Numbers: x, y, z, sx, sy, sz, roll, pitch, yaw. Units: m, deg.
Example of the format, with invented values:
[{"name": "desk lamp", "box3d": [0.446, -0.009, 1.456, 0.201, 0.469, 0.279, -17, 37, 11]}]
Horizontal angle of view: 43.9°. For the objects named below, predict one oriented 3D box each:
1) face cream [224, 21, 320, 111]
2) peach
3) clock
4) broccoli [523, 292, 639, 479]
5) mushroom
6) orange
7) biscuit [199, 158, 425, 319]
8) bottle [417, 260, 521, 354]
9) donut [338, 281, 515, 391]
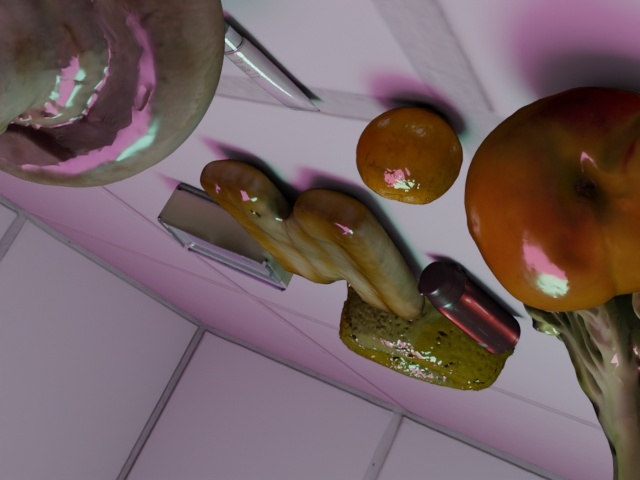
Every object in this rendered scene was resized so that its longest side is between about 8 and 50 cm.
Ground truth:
[{"name": "face cream", "box3d": [-0.046, -0.139, 0.656, 0.038, 0.020, 0.115, 12, 162, 46]}, {"name": "peach", "box3d": [0.154, -0.026, 0.468, 0.138, 0.138, 0.138, 25, 166, 7]}, {"name": "clock", "box3d": [-0.136, -0.002, 1.220, 0.192, 0.071, 0.147, 22, 165, 18]}, {"name": "broccoli", "box3d": [0.266, 0.112, 0.525, 0.248, 0.245, 0.288, 42, 157, -19]}, {"name": "mushroom", "box3d": [-0.174, -0.138, 0.505, 0.227, 0.226, 0.178, 26, -152, 6]}, {"name": "orange", "box3d": [0.067, -0.065, 0.608, 0.083, 0.070, 0.083, 15, 172, 2]}, {"name": "biscuit", "box3d": [0.000, 0.000, 0.991, 0.237, 0.062, 0.290, 19, 164, 32]}, {"name": "bottle", "box3d": [0.181, 0.080, 0.967, 0.164, 0.060, 0.060, 37, 163, -36]}, {"name": "donut", "box3d": [0.148, 0.149, 1.180, 0.272, 0.107, 0.272, 24, 168, 6]}]
